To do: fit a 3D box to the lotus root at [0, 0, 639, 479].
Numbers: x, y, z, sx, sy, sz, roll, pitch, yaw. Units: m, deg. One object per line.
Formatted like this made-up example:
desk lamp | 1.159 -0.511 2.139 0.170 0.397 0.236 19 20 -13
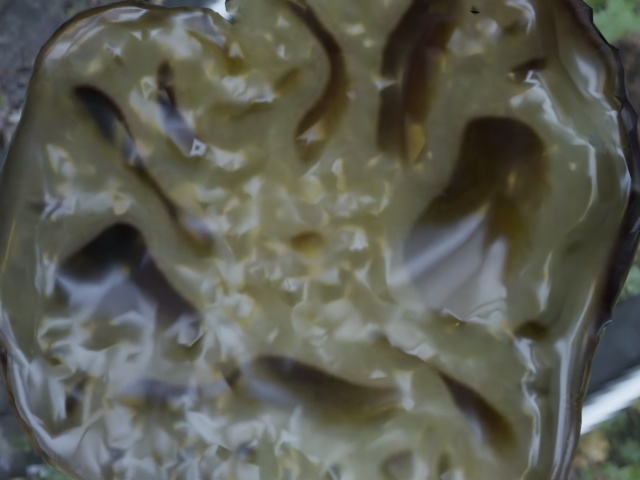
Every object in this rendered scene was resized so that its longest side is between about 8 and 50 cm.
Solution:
lotus root | -0.001 0.000 0.567 0.188 0.199 0.180 15 177 1
